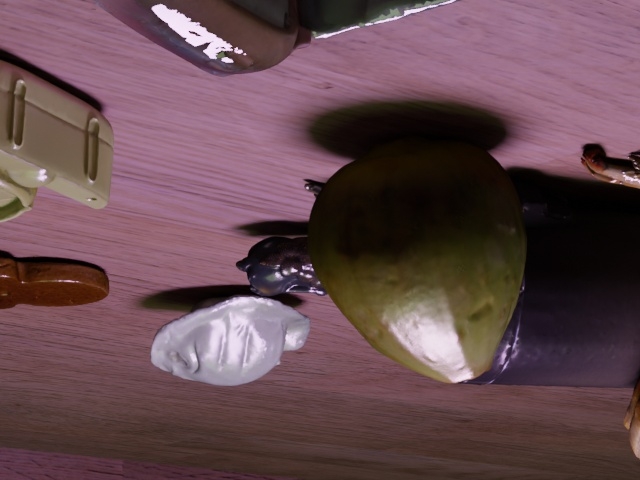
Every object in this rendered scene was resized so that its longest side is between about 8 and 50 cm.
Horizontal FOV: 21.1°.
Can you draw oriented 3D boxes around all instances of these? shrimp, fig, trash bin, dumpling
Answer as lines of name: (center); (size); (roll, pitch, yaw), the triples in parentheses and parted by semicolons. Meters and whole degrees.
shrimp: (0.315, -0.081, 1.646); (0.124, 0.034, 0.178); (8, 169, -1)
fig: (0.091, 0.015, 1.621); (0.207, 0.230, 0.207); (1, 165, 0)
trash bin: (0.292, 0.058, 1.839); (0.302, 0.203, 0.252); (4, 122, -16)
dumpling: (-0.123, 0.117, 2.297); (0.219, 0.152, 0.108); (-13, -150, -6)

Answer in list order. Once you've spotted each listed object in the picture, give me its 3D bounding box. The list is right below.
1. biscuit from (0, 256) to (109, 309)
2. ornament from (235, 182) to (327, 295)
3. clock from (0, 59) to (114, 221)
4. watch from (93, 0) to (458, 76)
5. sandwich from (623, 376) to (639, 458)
biscuit: (-0.383, 0.053, 2.153); (0.236, 0.039, 0.180); (3, 162, -12)
ornament: (0.000, 0.000, 1.872); (0.202, 0.080, 0.236); (-3, 167, 2)
clock: (-0.359, -0.080, 1.551); (0.308, 0.096, 0.235); (-6, 164, 28)
watch: (0.008, -0.204, 0.988); (0.241, 0.161, 0.253); (-16, 160, 27)
sandwich: (0.466, 0.156, 1.771); (0.273, 0.095, 0.249); (10, 131, -27)
